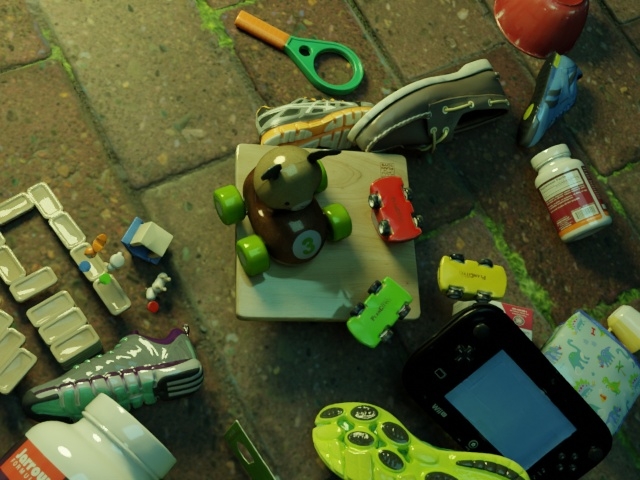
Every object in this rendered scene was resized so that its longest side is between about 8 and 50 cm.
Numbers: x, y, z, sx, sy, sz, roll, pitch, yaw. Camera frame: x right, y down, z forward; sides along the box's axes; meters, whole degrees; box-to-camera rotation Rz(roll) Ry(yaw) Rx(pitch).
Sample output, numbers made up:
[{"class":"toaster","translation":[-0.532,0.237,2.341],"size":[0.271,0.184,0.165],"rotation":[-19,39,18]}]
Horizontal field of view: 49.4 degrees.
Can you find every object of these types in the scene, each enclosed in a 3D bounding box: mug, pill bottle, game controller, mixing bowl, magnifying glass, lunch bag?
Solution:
[{"class":"mug","translation":[0.491,0.142,1.111],"size":[0.078,0.062,0.064],"rotation":[-34,73,-29]},{"class":"pill bottle","translation":[-0.316,0.331,0.765],"size":[0.181,0.181,0.323],"rotation":[41,66,3]},{"class":"pill bottle","translation":[0.412,-0.079,1.158],"size":[0.086,0.086,0.151],"rotation":[-16,75,-19]},{"class":"game controller","translation":[0.255,0.228,0.944],"size":[0.166,0.067,0.319],"rotation":[-44,107,0]},{"class":"mixing bowl","translation":[0.425,-0.441,1.291],"size":[0.182,0.098,0.181],"rotation":[5,68,-12]},{"class":"magnifying glass","translation":[-0.035,-0.319,1.169],"size":[0.231,0.026,0.092],"rotation":[28,66,-5]},{"class":"lunch bag","translation":[0.400,0.204,1.044],"size":[0.151,0.096,0.129],"rotation":[40,65,13]}]

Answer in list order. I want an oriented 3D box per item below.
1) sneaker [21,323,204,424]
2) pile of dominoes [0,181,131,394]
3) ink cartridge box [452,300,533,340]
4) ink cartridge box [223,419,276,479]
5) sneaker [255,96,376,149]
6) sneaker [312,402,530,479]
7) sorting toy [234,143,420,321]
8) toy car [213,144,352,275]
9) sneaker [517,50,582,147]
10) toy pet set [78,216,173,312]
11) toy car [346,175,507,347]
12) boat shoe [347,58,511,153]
[{"class":"sneaker","translation":[-0.270,0.171,0.908],"size":[0.224,0.083,0.098],"rotation":[-8,49,-19]},{"class":"pile of dominoes","translation":[-0.394,0.063,0.938],"size":[0.196,0.040,0.251],"rotation":[-33,73,-22]},{"class":"ink cartridge box","translation":[0.252,0.170,1.035],"size":[0.109,0.063,0.150],"rotation":[13,67,-9]},{"class":"ink cartridge box","translation":[-0.075,0.354,0.816],"size":[0.097,0.189,0.255],"rotation":[-31,79,-21]},{"class":"sneaker","translation":[-0.003,-0.192,1.100],"size":[0.215,0.084,0.083],"rotation":[-13,56,-25]},{"class":"sneaker","translation":[0.124,0.310,0.924],"size":[0.296,0.123,0.109],"rotation":[20,59,10]},{"class":"sorting toy","translation":[0.000,0.000,1.021],"size":[0.257,0.089,0.255],"rotation":[2,70,-14]},{"class":"toy car","translation":[-0.035,-0.059,0.880],"size":[0.155,0.188,0.148],"rotation":[-22,77,-20]},{"class":"sneaker","translation":[0.413,-0.240,1.228],"size":[0.082,0.069,0.209],"rotation":[30,65,-6]},{"class":"toy pet set","translation":[-0.263,0.025,0.956],"size":[0.122,0.065,0.114],"rotation":[39,63,-28]},{"class":"toy car","translation":[0.110,0.056,0.951],"size":[0.239,0.053,0.225],"rotation":[41,66,3]},{"class":"boat shoe","translation":[0.185,-0.200,1.120],"size":[0.324,0.116,0.096],"rotation":[-27,80,-34]}]
